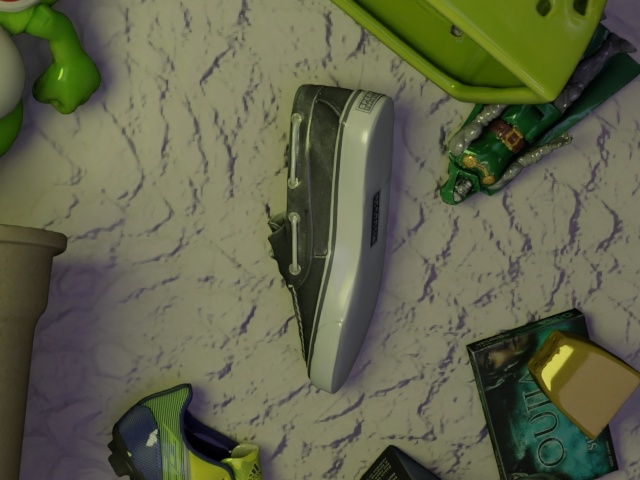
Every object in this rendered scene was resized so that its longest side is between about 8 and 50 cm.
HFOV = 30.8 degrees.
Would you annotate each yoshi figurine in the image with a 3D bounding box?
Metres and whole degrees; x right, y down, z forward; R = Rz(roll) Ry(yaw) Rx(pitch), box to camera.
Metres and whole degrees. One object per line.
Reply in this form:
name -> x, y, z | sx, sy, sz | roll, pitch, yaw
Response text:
yoshi figurine -> -0.271, -0.202, 0.987 | 0.362, 0.204, 0.203 | -60, 147, -8

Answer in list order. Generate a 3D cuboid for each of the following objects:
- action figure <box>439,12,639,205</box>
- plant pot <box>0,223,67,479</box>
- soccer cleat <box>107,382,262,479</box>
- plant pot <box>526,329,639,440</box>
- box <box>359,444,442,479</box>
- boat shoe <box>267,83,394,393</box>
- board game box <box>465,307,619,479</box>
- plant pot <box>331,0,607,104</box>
action figure -> 0.200, -0.122, 1.128 | 0.137, 0.063, 0.232 | 40, 97, -20
plant pot -> -0.361, 0.153, 0.897 | 0.334, 0.334, 0.305 | -2, 85, -10
soccer cleat -> -0.090, 0.267, 1.145 | 0.121, 0.093, 0.289 | -36, 107, -3
plant pot -> 0.256, 0.134, 1.160 | 0.083, 0.081, 0.081 | 38, 94, -6
box -> 0.159, 0.391, 1.116 | 0.296, 0.294, 0.182 | 37, 94, -17
boat shoe -> 0.000, 0.000, 1.100 | 0.102, 0.108, 0.301 | 13, 116, 19
board game box -> 0.234, 0.177, 1.219 | 0.126, 0.026, 0.186 | -18, 106, -6
plant pot -> 0.134, -0.264, 0.999 | 0.227, 0.228, 0.207 | 37, 88, -16
